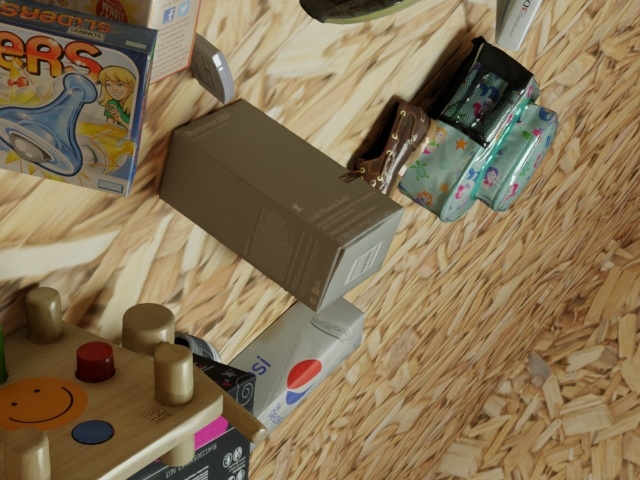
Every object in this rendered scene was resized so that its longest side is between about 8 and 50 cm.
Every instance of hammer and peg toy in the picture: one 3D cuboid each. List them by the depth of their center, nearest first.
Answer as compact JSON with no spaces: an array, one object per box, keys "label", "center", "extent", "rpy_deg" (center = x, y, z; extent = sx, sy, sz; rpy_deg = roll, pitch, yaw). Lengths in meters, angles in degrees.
[{"label":"hammer and peg toy","center":[-0.228,0.146,1.184],"extent":[0.361,0.266,0.127],"rpy_deg":[-28,129,-47]}]

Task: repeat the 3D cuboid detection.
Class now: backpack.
[{"label":"backpack","center":[0.233,-0.143,1.815],"extent":[0.253,0.191,0.225],"rpy_deg":[-51,169,6]}]

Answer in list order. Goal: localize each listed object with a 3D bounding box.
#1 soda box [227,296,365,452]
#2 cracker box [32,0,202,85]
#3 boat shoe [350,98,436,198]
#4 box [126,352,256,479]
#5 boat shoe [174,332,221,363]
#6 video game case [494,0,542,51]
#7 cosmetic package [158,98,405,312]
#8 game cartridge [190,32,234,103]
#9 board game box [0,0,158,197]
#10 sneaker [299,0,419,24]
[{"label":"soda box","center":[-0.059,0.194,1.829],"extent":[0.286,0.098,0.091],"rpy_deg":[-41,155,-28]},{"label":"cracker box","center":[-0.153,-0.247,0.882],"extent":[0.067,0.155,0.232],"rpy_deg":[-36,153,-43]},{"label":"boat shoe","center":[0.079,-0.104,1.720],"extent":[0.073,0.073,0.207],"rpy_deg":[29,94,-31]},{"label":"box","center":[-0.203,0.239,1.357],"extent":[0.247,0.142,0.163],"rpy_deg":[-23,124,-53]},{"label":"boat shoe","center":[-0.234,0.251,1.540],"extent":[0.301,0.108,0.102],"rpy_deg":[-55,159,-3]},{"label":"video game case","center":[0.291,-0.425,1.507],"extent":[0.329,0.036,0.300],"rpy_deg":[-75,-173,-59]},{"label":"cosmetic package","center":[-0.045,-0.042,1.313],"extent":[0.127,0.238,0.107],"rpy_deg":[-35,154,-46]},{"label":"game cartridge","center":[-0.111,-0.174,1.219],"extent":[0.017,0.056,0.083],"rpy_deg":[-40,156,-15]},{"label":"board game box","center":[-0.229,-0.114,0.891],"extent":[0.035,0.201,0.136],"rpy_deg":[-83,-173,-49]},{"label":"sneaker","center":[0.129,-0.338,1.368],"extent":[0.410,0.158,0.182],"rpy_deg":[-41,164,-26]}]
